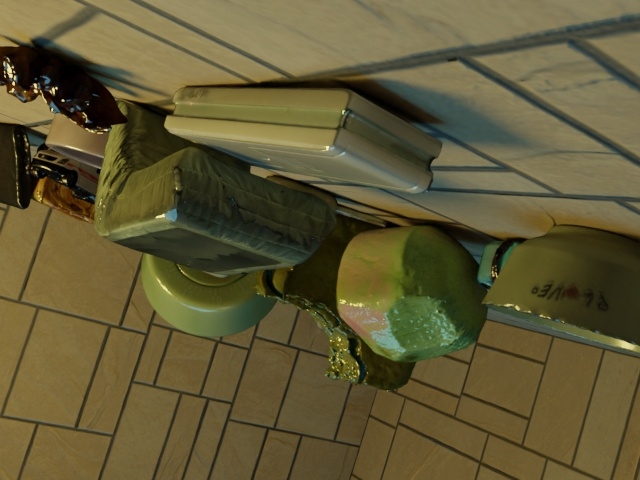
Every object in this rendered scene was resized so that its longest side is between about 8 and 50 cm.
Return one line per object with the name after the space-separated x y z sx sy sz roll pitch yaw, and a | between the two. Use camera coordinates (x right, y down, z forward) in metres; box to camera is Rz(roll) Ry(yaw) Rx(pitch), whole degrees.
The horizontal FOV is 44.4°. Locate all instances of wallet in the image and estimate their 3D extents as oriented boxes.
-0.696 -0.169 1.674 0.044 0.170 0.321 -9 -165 -42 | wallet

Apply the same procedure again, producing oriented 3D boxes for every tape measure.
0.281 0.047 1.070 0.146 0.080 0.125 20 172 -25 | tape measure

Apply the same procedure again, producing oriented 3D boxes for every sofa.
-0.122 -0.069 0.897 0.210 0.175 0.225 20 161 -34 | sofa

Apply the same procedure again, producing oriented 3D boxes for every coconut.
0.123 0.080 1.175 0.236 0.204 0.236 -6 172 -1 | coconut

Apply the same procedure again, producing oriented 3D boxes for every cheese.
0.007 -0.052 1.181 0.192 0.037 0.097 18 177 5 | cheese

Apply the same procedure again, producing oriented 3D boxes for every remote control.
-0.028 -0.096 0.690 0.103 0.055 0.277 21 177 -38 | remote control

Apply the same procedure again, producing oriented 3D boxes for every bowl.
0.297 0.051 0.870 0.212 0.112 0.211 18 175 2 | bowl

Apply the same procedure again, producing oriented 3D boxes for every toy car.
-0.454 -0.139 1.492 0.090 0.108 0.210 18 172 21 | toy car

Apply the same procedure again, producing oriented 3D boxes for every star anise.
-0.285 -0.165 0.832 0.168 0.057 0.168 27 175 3 | star anise

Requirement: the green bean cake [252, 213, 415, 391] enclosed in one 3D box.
0.028 0.096 1.360 0.310 0.284 0.202 20 179 -17 | green bean cake

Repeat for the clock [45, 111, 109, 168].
-0.279 -0.133 1.105 0.197 0.068 0.197 18 175 2 | clock

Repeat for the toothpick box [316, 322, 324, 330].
0.167 0.112 1.601 0.317 0.228 0.229 15 175 5 | toothpick box

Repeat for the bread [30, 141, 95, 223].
-0.533 -0.130 1.668 0.158 0.149 0.143 27 170 -27 | bread

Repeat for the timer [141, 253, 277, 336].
-0.195 0.001 1.473 0.291 0.290 0.315 18 155 -2 | timer
